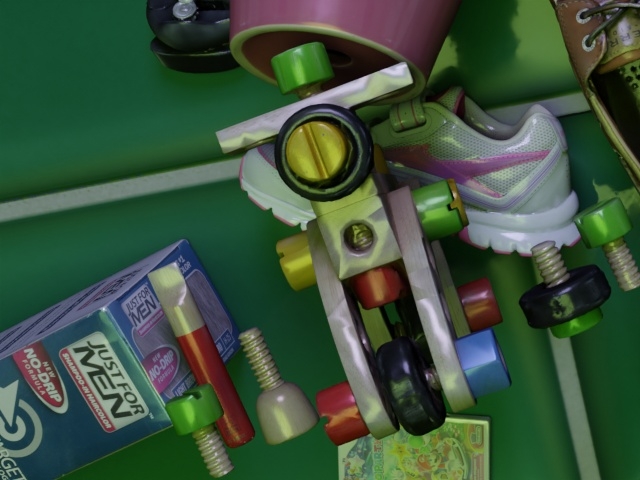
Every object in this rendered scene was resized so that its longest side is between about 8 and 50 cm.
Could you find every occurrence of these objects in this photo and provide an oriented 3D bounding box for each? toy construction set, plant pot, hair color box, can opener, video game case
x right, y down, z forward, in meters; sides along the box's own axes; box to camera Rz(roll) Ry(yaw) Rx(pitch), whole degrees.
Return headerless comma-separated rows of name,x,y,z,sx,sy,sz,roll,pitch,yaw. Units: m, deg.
toy construction set,0.000,0.000,1.084,0.308,0.257,0.237,-22,96,33
plant pot,0.021,-0.194,1.081,0.201,0.201,0.180,9,76,13
hair color box,-0.247,0.136,1.307,0.347,0.174,0.105,-27,99,22
can opener,-0.041,-0.168,1.227,0.186,0.073,0.059,-6,66,14
video game case,0.074,0.176,1.317,0.122,0.011,0.087,3,108,15

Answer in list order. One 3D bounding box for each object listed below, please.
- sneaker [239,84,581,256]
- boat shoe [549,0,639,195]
sneaker,0.067,-0.060,1.204,0.252,0.103,0.111,4,107,6
boat shoe,0.219,-0.144,1.125,0.110,0.104,0.307,-25,98,21
